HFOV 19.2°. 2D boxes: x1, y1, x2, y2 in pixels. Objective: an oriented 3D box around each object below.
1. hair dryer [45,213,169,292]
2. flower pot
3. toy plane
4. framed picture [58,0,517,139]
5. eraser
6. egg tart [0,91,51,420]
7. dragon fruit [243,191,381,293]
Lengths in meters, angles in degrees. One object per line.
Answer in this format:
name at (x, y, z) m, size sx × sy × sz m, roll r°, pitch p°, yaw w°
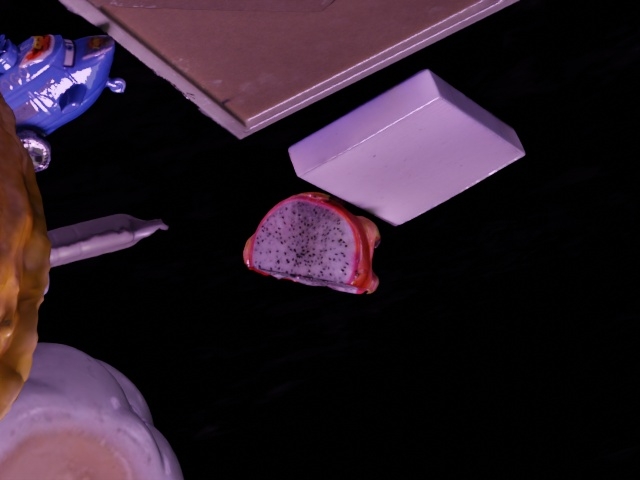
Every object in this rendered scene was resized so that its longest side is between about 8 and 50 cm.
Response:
hair dryer at (-0.237, 0.023, 0.958) m, size 0.357 × 0.108 × 0.173 m, roll -16°, pitch 172°, yaw -27°
flower pot at (-0.204, 0.174, 1.187) m, size 0.246 × 0.246 × 0.195 m, roll -6°, pitch 179°, yaw -35°
toy plane at (-0.170, -0.060, 0.927) m, size 0.167 × 0.054 × 0.062 m, roll -29°, pitch 127°, yaw 17°
framed picture at (-0.010, -0.130, 0.953) m, size 0.184 × 0.016 × 0.250 m, roll -27°, pitch 158°, yaw 13°
eraser at (0.056, -0.055, 1.186) m, size 0.103 × 0.023 × 0.150 m, roll -29°, pitch 157°, yaw 18°
egg tart at (-0.224, 0.032, 0.756) m, size 0.294 × 0.294 × 0.123 m, roll -25°, pitch 143°, yaw 9°
dragon fruit at (0.000, 0.000, 1.217) m, size 0.083 × 0.060 × 0.056 m, roll 7°, pitch 177°, yaw 27°
